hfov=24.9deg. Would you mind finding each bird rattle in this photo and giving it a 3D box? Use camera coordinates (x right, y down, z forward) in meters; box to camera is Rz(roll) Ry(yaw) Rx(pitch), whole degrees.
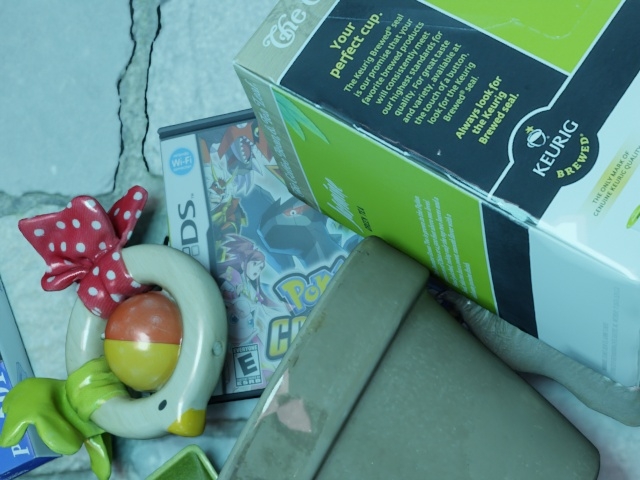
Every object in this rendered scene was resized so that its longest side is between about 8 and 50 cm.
[{"bbox_3d":[-0.160,0.077,1.232,0.207,0.143,0.253,3,73,34],"label":"bird rattle"}]

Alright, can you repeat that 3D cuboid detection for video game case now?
[{"bbox_3d":[0.000,0.000,1.232,0.275,0.035,0.248,-10,79,19],"label":"video game case"}]

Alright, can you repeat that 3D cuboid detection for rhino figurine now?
[{"bbox_3d":[0.180,0.059,1.119,0.243,0.073,0.106,26,77,17],"label":"rhino figurine"}]

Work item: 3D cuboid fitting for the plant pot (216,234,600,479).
[{"bbox_3d":[0.069,0.160,1.050,0.229,0.263,0.263,29,93,7],"label":"plant pot"}]

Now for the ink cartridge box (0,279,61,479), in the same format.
[{"bbox_3d":[-0.319,0.121,1.329,0.097,0.046,0.207,-26,75,17],"label":"ink cartridge box"}]

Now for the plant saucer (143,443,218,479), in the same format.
[{"bbox_3d":[-0.118,0.300,1.230,0.188,0.045,0.188,-39,72,11],"label":"plant saucer"}]

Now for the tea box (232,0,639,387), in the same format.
[{"bbox_3d":[0.173,-0.131,1.043,0.324,0.220,0.329,32,76,21],"label":"tea box"}]
